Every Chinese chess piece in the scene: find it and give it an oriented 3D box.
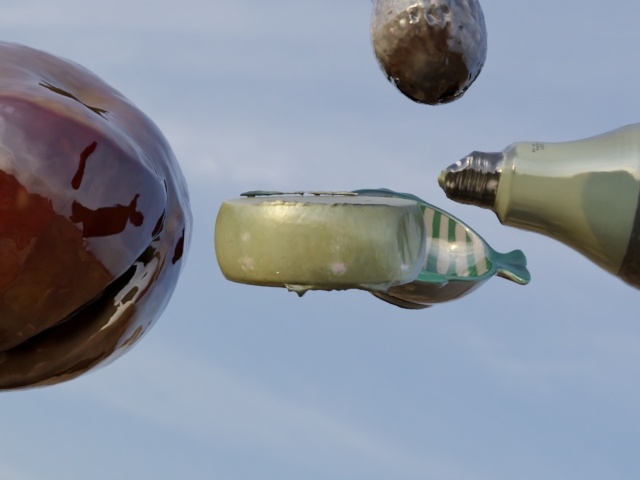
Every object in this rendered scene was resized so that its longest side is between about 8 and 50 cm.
[{"bbox_3d":[0.000,0.000,1.641,0.188,0.083,0.188,0,4,0],"label":"Chinese chess piece"}]

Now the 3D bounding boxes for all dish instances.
[{"bbox_3d":[0.115,0.026,2.147,0.246,0.078,0.224,17,24,-8],"label":"dish"}]

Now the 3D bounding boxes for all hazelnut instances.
[{"bbox_3d":[-0.299,-0.016,1.849,0.359,0.359,0.409,31,20,-5],"label":"hazelnut"}]

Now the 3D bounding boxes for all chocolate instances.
[{"bbox_3d":[0.081,-0.214,1.550,0.110,0.248,0.110,-4,-46,-4],"label":"chocolate"}]

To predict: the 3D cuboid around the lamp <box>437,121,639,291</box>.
[{"bbox_3d":[0.289,-0.049,1.855,0.314,0.182,0.182,15,-25,17],"label":"lamp"}]
